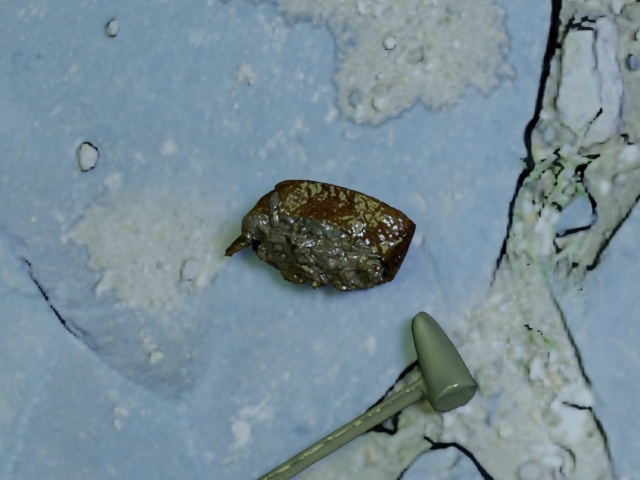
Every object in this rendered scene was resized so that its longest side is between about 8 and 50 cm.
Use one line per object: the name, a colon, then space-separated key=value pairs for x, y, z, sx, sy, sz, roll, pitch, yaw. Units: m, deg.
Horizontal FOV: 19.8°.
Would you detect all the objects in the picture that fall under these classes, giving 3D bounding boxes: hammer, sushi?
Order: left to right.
hammer: x=-0.005 y=0.112 z=1.067 sx=0.195 sy=0.028 sz=0.060 roll=-32 pitch=60 yaw=6
sushi: x=0.000 y=0.000 z=1.091 sx=0.120 sy=0.052 sz=0.055 roll=15 pitch=62 yaw=19
